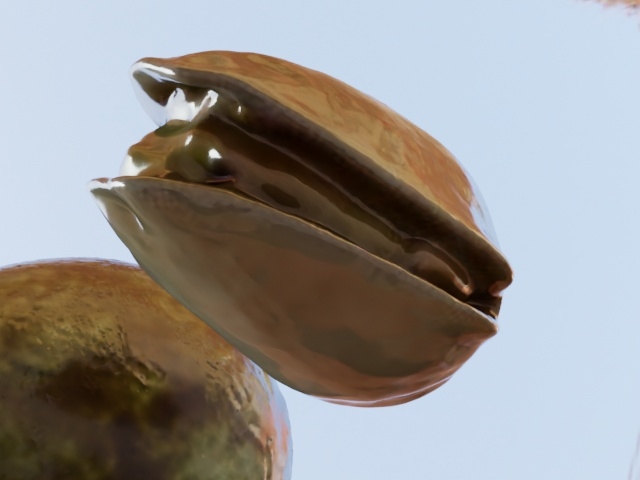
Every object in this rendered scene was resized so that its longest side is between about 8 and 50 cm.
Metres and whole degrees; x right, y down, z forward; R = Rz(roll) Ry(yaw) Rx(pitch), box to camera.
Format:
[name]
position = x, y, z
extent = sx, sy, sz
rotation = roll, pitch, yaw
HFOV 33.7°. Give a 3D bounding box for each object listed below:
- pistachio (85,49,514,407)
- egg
[pistachio]
position = 0.000, 0.000, 0.454
extent = 0.223, 0.152, 0.126
rotation = 33, -105, -49
[egg]
position = -0.146, 0.123, 0.649
extent = 0.238, 0.238, 0.289
rotation = -61, -40, -17
